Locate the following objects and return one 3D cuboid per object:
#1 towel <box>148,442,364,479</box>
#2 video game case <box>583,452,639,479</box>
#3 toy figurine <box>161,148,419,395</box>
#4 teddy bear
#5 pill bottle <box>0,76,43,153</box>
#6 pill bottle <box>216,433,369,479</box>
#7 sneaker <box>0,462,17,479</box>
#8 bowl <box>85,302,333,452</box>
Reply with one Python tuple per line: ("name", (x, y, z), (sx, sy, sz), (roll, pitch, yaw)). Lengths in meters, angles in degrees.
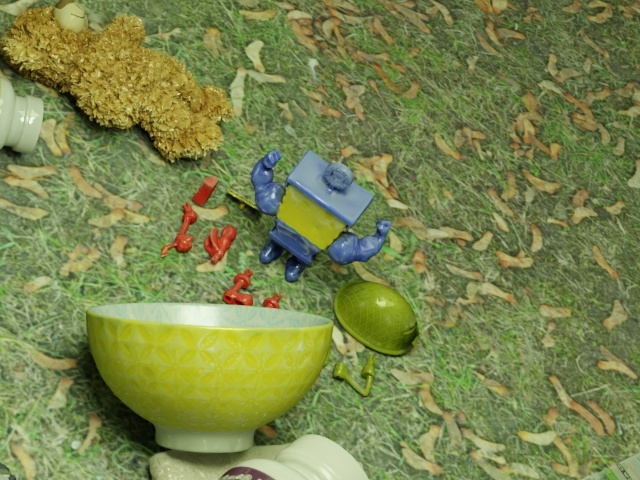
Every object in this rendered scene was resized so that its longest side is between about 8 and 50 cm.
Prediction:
("towel", (-0.052, 0.328, 1.912), (0.282, 0.049, 0.187), (3, 50, -30))
("video game case", (0.418, 0.359, 2.208), (0.166, 0.015, 0.119), (-16, 62, -41))
("toy figurine", (0.000, 0.000, 2.126), (0.362, 0.217, 0.191), (36, 41, 3))
("teddy bear", (-0.268, -0.231, 2.253), (0.338, 0.113, 0.245), (38, 39, 4))
("pill bottle", (-0.451, -0.166, 2.078), (0.184, 0.103, 0.103), (12, 46, -23))
("pill bottle", (-0.082, 0.338, 1.735), (0.169, 0.169, 0.301), (45, 52, 12))
("sneaker", (-0.332, 0.291, 1.727), (0.300, 0.111, 0.121), (22, 39, -16))
("bowl", (-0.132, 0.162, 1.911), (0.289, 0.289, 0.156), (1, 94, -32))
